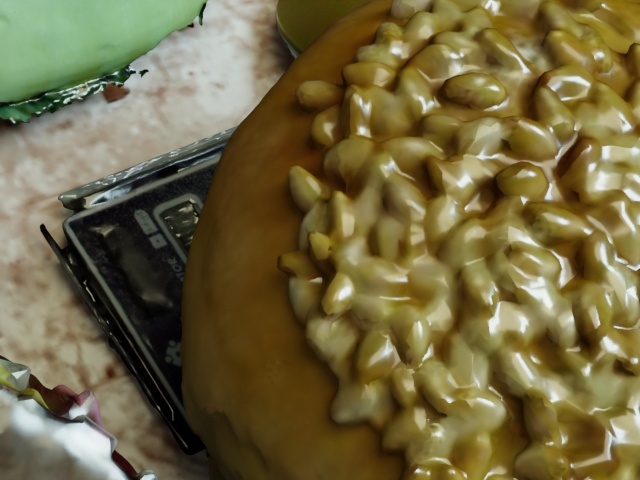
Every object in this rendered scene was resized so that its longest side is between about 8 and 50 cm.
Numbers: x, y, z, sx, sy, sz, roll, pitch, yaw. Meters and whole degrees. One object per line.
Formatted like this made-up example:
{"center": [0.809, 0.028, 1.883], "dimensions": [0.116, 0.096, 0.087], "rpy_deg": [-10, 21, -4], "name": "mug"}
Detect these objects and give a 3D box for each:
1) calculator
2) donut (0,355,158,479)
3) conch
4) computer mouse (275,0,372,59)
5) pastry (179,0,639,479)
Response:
{"center": [0.000, 0.000, 0.841], "dimensions": [0.274, 0.028, 0.166], "rpy_deg": [-25, 72, -30], "name": "calculator"}
{"center": [-0.161, 0.183, 0.562], "dimensions": [0.259, 0.136, 0.345], "rpy_deg": [-16, 89, -26], "name": "donut"}
{"center": [-0.160, -0.141, 0.825], "dimensions": [0.250, 0.137, 0.143], "rpy_deg": [16, 27, -34], "name": "conch"}
{"center": [0.094, -0.139, 0.923], "dimensions": [0.245, 0.056, 0.126], "rpy_deg": [-10, 37, -25], "name": "computer mouse"}
{"center": [0.135, 0.052, 0.709], "dimensions": [0.409, 0.245, 0.410], "rpy_deg": [7, 70, -21], "name": "pastry"}
